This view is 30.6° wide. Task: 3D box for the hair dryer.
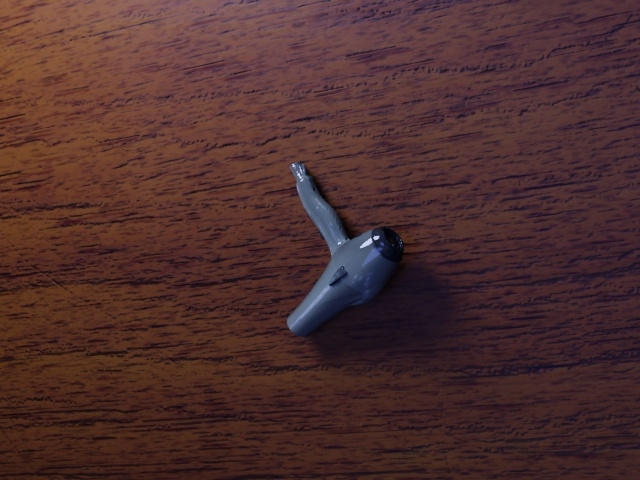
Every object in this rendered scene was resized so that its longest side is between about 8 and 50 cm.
[{"bbox_3d":[-0.004,0.033,1.675,0.225,0.088,0.219,39,116,29],"label":"hair dryer"}]
